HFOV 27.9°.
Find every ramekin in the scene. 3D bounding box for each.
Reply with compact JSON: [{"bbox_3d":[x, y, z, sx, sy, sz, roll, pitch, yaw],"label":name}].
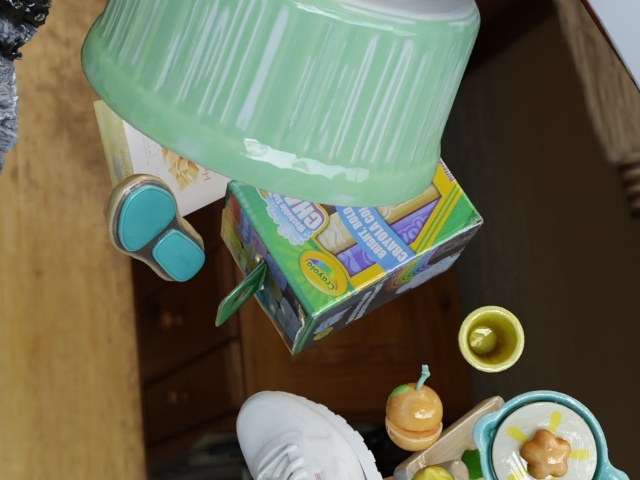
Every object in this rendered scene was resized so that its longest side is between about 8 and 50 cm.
[{"bbox_3d":[-0.023,-0.168,1.021,0.303,0.303,0.148,4,122,-34],"label":"ramekin"}]

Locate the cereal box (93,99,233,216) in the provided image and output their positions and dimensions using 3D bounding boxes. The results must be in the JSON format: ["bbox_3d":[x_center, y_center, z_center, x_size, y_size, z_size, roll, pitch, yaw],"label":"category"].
[{"bbox_3d":[-0.186,-0.122,1.665,0.047,0.173,0.240,-3,-163,30],"label":"cereal box"}]

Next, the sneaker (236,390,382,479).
[{"bbox_3d":[-0.003,0.206,0.993,0.090,0.235,0.095,-50,147,18],"label":"sneaker"}]

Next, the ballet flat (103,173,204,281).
[{"bbox_3d":[-0.182,-0.020,1.314,0.080,0.073,0.232,-43,158,-9],"label":"ballet flat"}]

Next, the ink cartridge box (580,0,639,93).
[{"bbox_3d":[0.210,-0.273,0.950,0.130,0.309,0.272,-31,148,15],"label":"ink cartridge box"}]

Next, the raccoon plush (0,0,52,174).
[{"bbox_3d":[-0.502,-0.210,1.429,0.299,0.216,0.446,-12,135,-44],"label":"raccoon plush"}]

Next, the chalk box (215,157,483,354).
[{"bbox_3d":[0.000,0.000,1.446,0.289,0.179,0.180,-28,167,-17],"label":"chalk box"}]

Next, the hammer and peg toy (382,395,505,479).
[{"bbox_3d":[0.250,0.346,1.686,0.127,0.266,0.361,-24,180,39],"label":"hammer and peg toy"}]

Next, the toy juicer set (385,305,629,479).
[{"bbox_3d":[0.204,0.249,1.346,0.209,0.329,0.089,-39,178,-7],"label":"toy juicer set"}]
